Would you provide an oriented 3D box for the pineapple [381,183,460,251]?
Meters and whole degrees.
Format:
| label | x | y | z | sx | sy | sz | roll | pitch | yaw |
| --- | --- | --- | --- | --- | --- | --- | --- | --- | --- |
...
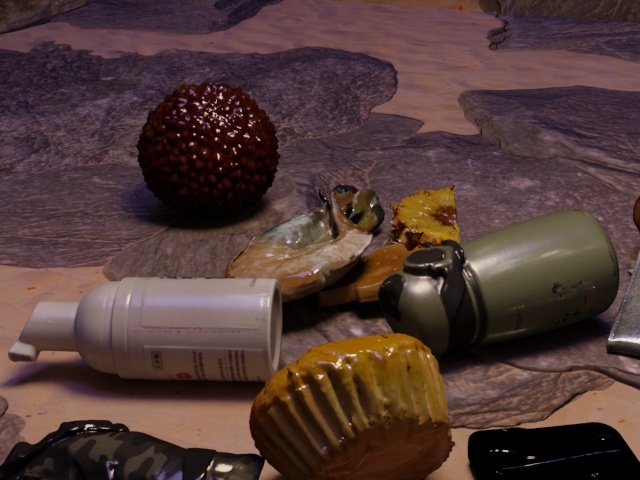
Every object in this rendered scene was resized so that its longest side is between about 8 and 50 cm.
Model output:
| label | x | y | z | sx | sy | sz | roll | pitch | yaw |
| --- | --- | --- | --- | --- | --- | --- | --- | --- | --- |
| pineapple | 0.171 | -0.025 | 2.015 | 0.135 | 0.080 | 0.233 | -1 | 23 | 6 |

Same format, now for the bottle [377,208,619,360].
| label | x | y | z | sx | sy | sz | roll | pitch | yaw |
| --- | --- | --- | --- | --- | --- | --- | --- | --- | --- |
| bottle | 0.250 | 0.068 | 1.687 | 0.346 | 0.169 | 0.168 | -14 | 26 | -22 |

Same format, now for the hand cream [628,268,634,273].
| label | x | y | z | sx | sy | sz | roll | pitch | yaw |
| --- | --- | --- | --- | --- | --- | --- | --- | --- | --- |
| hand cream | 0.531 | 0.061 | 1.838 | 0.084 | 0.053 | 0.142 | 2 | 14 | 9 |

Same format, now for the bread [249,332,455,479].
| label | x | y | z | sx | sy | sz | roll | pitch | yaw |
| --- | --- | --- | --- | --- | --- | --- | --- | --- | --- |
| bread | 0.036 | 0.205 | 1.340 | 0.239 | 0.240 | 0.139 | -9 | 56 | -17 |

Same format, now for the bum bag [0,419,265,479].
| label | x | y | z | sx | sy | sz | roll | pitch | yaw |
| --- | --- | --- | --- | --- | --- | --- | --- | --- | --- |
| bum bag | -0.215 | 0.269 | 1.343 | 0.340 | 0.095 | 0.144 | 4 | 24 | 32 |

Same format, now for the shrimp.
| label | x | y | z | sx | sy | sz | roll | pitch | yaw |
| --- | --- | --- | --- | --- | --- | --- | --- | --- | --- |
| shrimp | 0.000 | 0.000 | 1.901 | 0.221 | 0.110 | 0.445 | -10 | 17 | 26 |

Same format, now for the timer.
| label | x | y | z | sx | sy | sz | roll | pitch | yaw |
| --- | --- | --- | --- | --- | --- | --- | --- | --- | --- |
| timer | 0.277 | 0.261 | 1.373 | 0.187 | 0.055 | 0.144 | -4 | 23 | -8 |

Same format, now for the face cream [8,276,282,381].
| label | x | y | z | sx | sy | sz | roll | pitch | yaw |
| --- | --- | --- | --- | --- | --- | --- | --- | --- | --- |
| face cream | -0.243 | 0.120 | 1.619 | 0.369 | 0.145 | 0.145 | 1 | 23 | 4 |

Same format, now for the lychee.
| label | x | y | z | sx | sy | sz | roll | pitch | yaw |
| --- | --- | --- | --- | --- | --- | --- | --- | --- | --- |
| lychee | -0.207 | -0.163 | 2.162 | 0.264 | 0.300 | 0.264 | 11 | 59 | -20 |

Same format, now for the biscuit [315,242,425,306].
| label | x | y | z | sx | sy | sz | roll | pitch | yaw |
| --- | --- | --- | --- | --- | --- | --- | --- | --- | --- |
| biscuit | 0.110 | 0.056 | 1.830 | 0.238 | 0.041 | 0.212 | 0 | 20 | 44 |

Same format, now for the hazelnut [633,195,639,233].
| label | x | y | z | sx | sy | sz | roll | pitch | yaw |
| --- | --- | --- | --- | --- | --- | --- | --- | --- | --- |
| hazelnut | 0.631 | -0.052 | 1.924 | 0.212 | 0.181 | 0.181 | 8 | 43 | 45 |

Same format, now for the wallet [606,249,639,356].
| label | x | y | z | sx | sy | sz | roll | pitch | yaw |
| --- | --- | --- | --- | --- | --- | --- | --- | --- | --- |
| wallet | 0.520 | 0.093 | 1.699 | 0.167 | 0.036 | 0.222 | 10 | 44 | 26 |
